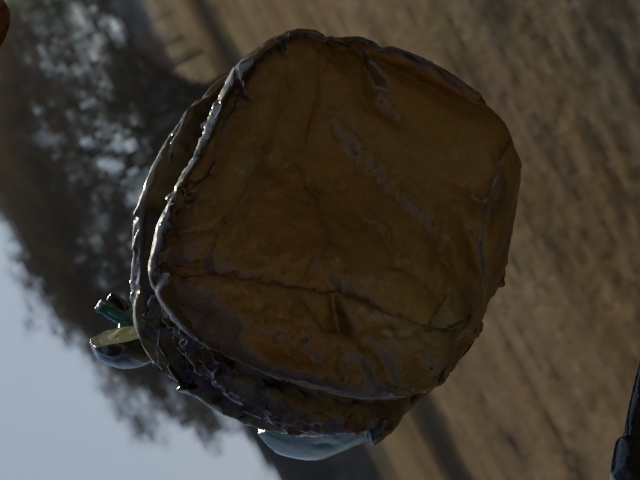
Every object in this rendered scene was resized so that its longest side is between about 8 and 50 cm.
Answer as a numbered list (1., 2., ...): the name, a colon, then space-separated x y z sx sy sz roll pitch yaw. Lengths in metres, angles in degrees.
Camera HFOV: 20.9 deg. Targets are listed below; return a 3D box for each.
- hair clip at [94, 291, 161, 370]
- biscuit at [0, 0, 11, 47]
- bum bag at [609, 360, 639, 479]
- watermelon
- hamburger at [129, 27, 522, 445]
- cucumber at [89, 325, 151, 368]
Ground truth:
1. hair clip: -0.165 0.116 1.847 0.173 0.049 0.049 33 180 -5
2. biscuit: -0.318 -0.197 0.957 0.312 0.110 0.318 52 167 -23
3. bum bag: 0.180 0.143 0.889 0.107 0.060 0.232 62 -145 -36
4. watermelon: 0.003 0.133 1.642 0.098 0.158 0.121 25 171 -36
5. hamburger: 0.000 -0.001 1.220 0.259 0.283 0.144 30 152 3
6. cucumber: -0.165 0.094 1.498 0.107 0.067 0.035 -37 -61 -81
